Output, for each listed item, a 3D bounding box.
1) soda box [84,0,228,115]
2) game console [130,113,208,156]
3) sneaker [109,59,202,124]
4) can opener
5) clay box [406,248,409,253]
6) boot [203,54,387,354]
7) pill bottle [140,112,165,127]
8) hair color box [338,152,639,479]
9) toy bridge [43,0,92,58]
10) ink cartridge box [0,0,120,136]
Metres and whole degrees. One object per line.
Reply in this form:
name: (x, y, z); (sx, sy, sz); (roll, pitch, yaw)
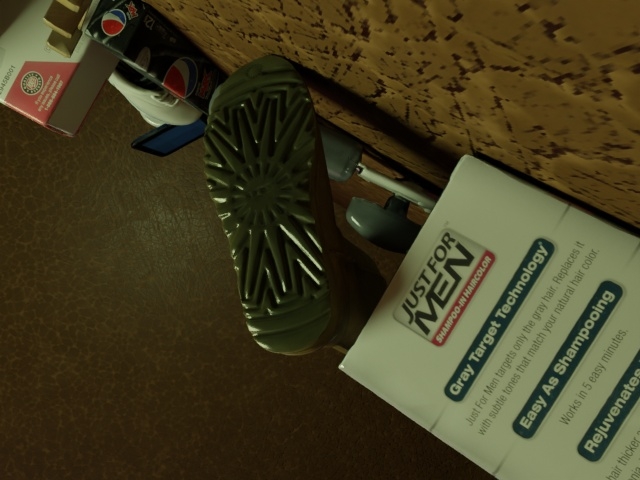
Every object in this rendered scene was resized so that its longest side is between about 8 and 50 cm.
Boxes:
soda box: (-0.169, -0.198, 0.537); (0.060, 0.053, 0.169); (31, -176, 18)
game console: (-0.264, -0.221, 1.170); (0.250, 0.173, 0.293); (30, -177, -6)
sneaker: (-0.251, -0.232, 0.721); (0.091, 0.094, 0.258); (37, -175, 26)
can opener: (0.007, -0.069, 0.535); (0.283, 0.095, 0.076); (23, -177, -6)
clay box: (0.211, 0.056, 0.561); (0.127, 0.053, 0.222); (-16, 148, 39)
boot: (0.000, 0.000, 0.459); (0.089, 0.236, 0.269); (-11, 165, 16)
pill bottle: (-0.367, -0.319, 1.199); (0.108, 0.108, 0.193); (30, -177, -6)
hair color box: (0.207, 0.104, 0.319); (0.347, 0.174, 0.105); (32, -176, 17)
toy bridge: (-0.212, -0.208, 0.422); (0.026, 0.063, 0.188); (28, 174, -29)
ink cartridge box: (-0.348, -0.241, 0.537); (0.217, 0.159, 0.092); (29, 180, -7)
